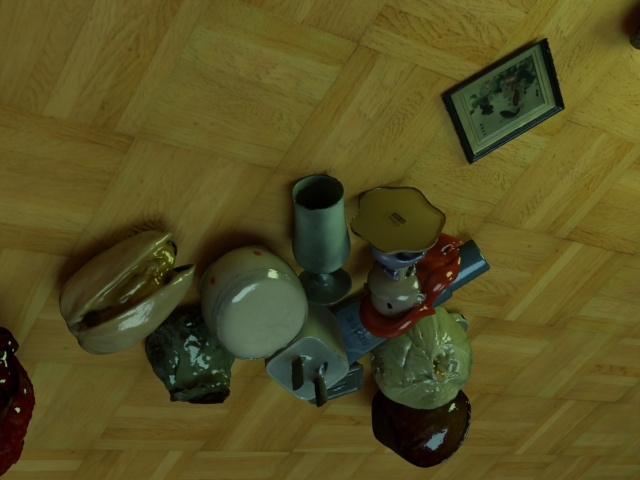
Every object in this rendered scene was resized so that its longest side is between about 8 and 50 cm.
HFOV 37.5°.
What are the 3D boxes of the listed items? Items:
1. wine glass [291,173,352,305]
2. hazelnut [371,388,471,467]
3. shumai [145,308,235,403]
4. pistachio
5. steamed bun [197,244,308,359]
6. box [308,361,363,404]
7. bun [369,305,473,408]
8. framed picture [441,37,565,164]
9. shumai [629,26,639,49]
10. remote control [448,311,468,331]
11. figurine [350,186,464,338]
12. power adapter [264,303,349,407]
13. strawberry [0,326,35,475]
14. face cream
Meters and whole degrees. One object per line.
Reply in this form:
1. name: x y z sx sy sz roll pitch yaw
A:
1. wine glass: 0.000 0.000 1.602 0.103 0.103 0.231 -18 137 -12
2. hazelnut: 0.214 0.373 2.049 0.218 0.234 0.218 -7 108 -23
3. shumai: -0.223 0.220 1.684 0.184 0.142 0.184 -18 143 -14
4. pistachio: -0.305 0.082 1.488 0.229 0.157 0.157 -37 141 3
5. steamed bun: -0.122 0.096 1.613 0.177 0.131 0.228 -30 139 -5
6. box: 0.024 0.281 1.955 0.122 0.062 0.089 -15 140 -14
7. bun: 0.212 0.242 1.901 0.220 0.134 0.220 -1 94 -15
8. framed picture: 0.313 -0.233 1.597 0.199 0.010 0.195 -30 141 4
9. shumai: 0.583 -0.369 1.558 0.139 0.105 0.123 9 173 -25
10. remote control: 0.214 0.220 2.016 0.221 0.042 0.078 -31 140 3
11. figurine: 0.154 0.042 1.675 0.181 0.208 0.257 8 140 13
12. power adapter: -0.027 0.215 1.716 0.125 0.205 0.130 -37 119 17
13. strawberry: -0.587 0.285 1.443 0.292 0.292 0.310 -11 132 -19
14. face cream: 0.148 0.124 1.833 0.385 0.086 0.135 -31 106 5
